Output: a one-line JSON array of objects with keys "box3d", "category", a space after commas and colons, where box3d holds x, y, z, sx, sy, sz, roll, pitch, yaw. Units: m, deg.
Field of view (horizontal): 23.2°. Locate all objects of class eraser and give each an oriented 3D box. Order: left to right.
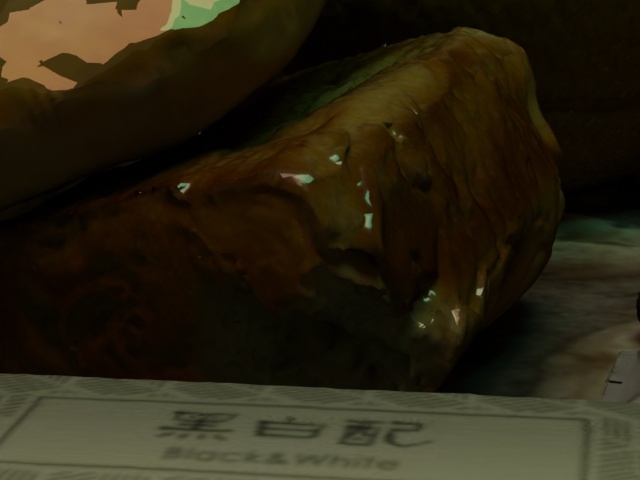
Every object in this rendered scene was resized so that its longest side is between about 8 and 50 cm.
[{"box3d": [-0.048, 0.104, 0.492, 0.404, 0.098, 0.096, 1, 16, 12], "category": "eraser"}]

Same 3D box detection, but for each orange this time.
[{"box3d": [0.120, -0.179, 1.037, 0.357, 0.322, 0.322, -17, 21, -24], "category": "orange"}]

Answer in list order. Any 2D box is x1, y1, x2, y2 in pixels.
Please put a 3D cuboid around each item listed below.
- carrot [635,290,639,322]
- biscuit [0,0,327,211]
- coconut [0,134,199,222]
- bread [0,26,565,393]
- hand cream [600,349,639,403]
[{"box3d": [0.204, 0.039, 0.779, 0.093, 0.032, 0.032, 9, 20, 19], "category": "carrot"}, {"box3d": [-0.170, -0.156, 0.740, 0.429, 0.104, 0.446, 1, 44, 10], "category": "biscuit"}, {"box3d": [-0.201, -0.148, 1.023, 0.297, 0.297, 0.309, 3, 23, 20], "category": "coconut"}, {"box3d": [-0.001, 0.006, 0.725, 0.195, 0.149, 0.344, -12, 12, 26], "category": "bread"}, {"box3d": [0.200, 0.058, 0.705, 0.142, 0.053, 0.084, -13, 12, 23], "category": "hand cream"}]
